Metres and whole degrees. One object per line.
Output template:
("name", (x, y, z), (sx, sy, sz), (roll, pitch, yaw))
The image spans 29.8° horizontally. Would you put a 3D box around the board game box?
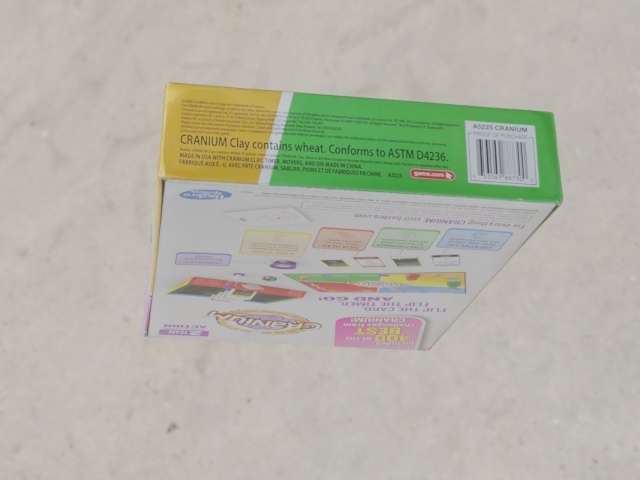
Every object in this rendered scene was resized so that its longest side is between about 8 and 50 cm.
("board game box", (0.000, 0.000, 0.847), (0.316, 0.242, 0.064), (116, 156, -66))
